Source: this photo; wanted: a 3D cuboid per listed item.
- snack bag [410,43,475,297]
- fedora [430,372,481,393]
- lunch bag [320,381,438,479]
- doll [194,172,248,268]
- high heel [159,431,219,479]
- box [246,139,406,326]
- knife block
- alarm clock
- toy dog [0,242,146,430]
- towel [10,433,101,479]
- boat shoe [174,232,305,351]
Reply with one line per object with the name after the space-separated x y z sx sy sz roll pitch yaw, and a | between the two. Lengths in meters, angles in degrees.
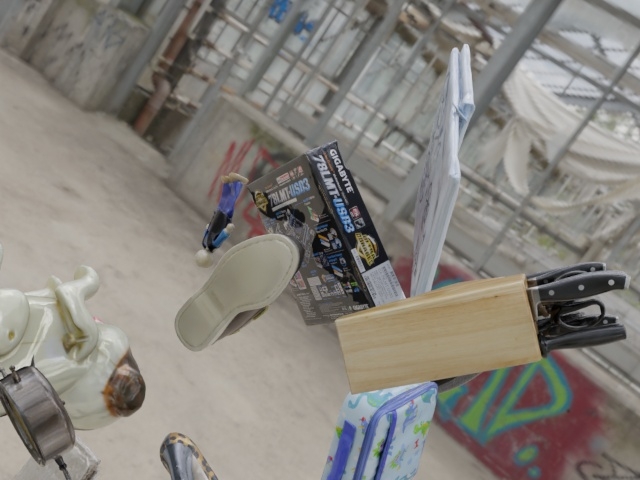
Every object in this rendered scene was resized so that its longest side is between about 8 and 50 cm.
0.184 -0.082 1.252 0.037 0.323 0.342 10 42 1 | snack bag
0.228 0.202 1.703 0.244 0.275 0.124 44 19 -31 | fedora
0.090 0.312 1.265 0.090 0.219 0.176 30 27 36 | lunch bag
-0.196 -0.034 1.576 0.046 0.189 0.129 24 -15 -26 | doll
-0.209 0.478 1.529 0.261 0.093 0.186 60 -4 -27 | high heel
0.000 0.000 1.421 0.295 0.073 0.293 -18 -85 64 | box
0.188 0.091 0.887 0.275 0.088 0.242 -12 -1 -31 | knife block
-0.369 0.249 1.089 0.129 0.064 0.192 -17 -83 60 | alarm clock
-0.506 0.218 1.483 0.408 0.284 0.395 28 47 -44 | toy dog
-0.618 0.558 1.802 0.187 0.282 0.049 27 -19 44 | towel
-0.132 0.085 1.437 0.116 0.324 0.097 55 34 11 | boat shoe
